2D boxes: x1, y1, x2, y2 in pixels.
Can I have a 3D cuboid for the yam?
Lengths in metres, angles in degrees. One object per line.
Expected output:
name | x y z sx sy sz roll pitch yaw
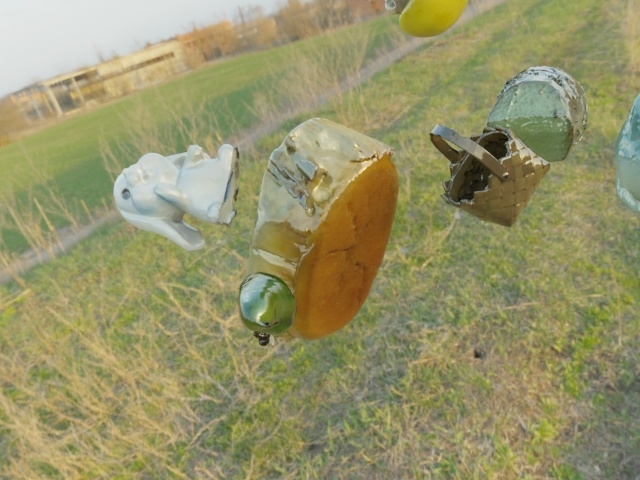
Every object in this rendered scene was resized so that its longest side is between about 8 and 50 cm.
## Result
yam | 0.471 -0.274 1.182 0.202 0.201 0.271 -6 27 33

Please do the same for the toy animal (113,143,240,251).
toy animal | -0.316 -0.116 1.245 0.289 0.174 0.249 24 60 11

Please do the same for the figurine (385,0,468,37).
figurine | 0.177 -0.603 1.244 0.344 0.215 0.187 21 -13 -4

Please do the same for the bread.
bread | 0.007 -0.007 0.900 0.183 0.388 0.236 29 40 20

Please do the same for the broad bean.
broad bean | -0.046 0.055 0.465 0.046 0.061 0.195 -3 -14 -7

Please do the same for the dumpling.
dumpling | 0.488 -0.133 0.814 0.149 0.105 0.216 -30 45 53

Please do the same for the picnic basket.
picnic basket | 0.236 -0.113 0.817 0.137 0.178 0.128 -58 26 2
